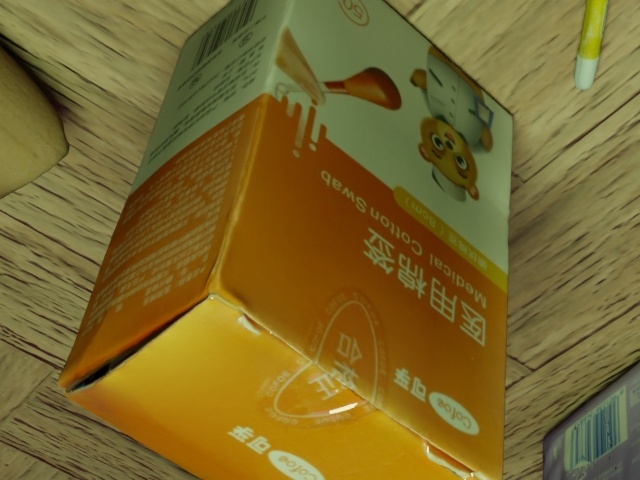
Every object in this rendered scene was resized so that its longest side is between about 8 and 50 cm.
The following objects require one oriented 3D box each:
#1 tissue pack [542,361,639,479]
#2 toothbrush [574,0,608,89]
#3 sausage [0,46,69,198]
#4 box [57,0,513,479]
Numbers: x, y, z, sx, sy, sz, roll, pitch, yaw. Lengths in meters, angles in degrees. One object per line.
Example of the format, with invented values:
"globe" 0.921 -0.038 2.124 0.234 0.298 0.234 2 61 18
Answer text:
"tissue pack" 0.339 0.200 0.981 0.160 0.242 0.338 24 135 -17
"toothbrush" 0.183 -0.210 0.749 0.024 0.021 0.288 10 137 15
"sausage" -0.306 -0.128 0.855 0.123 0.123 0.253 -24 125 31
"box" 0.000 0.000 0.769 0.225 0.341 0.143 37 131 -25
